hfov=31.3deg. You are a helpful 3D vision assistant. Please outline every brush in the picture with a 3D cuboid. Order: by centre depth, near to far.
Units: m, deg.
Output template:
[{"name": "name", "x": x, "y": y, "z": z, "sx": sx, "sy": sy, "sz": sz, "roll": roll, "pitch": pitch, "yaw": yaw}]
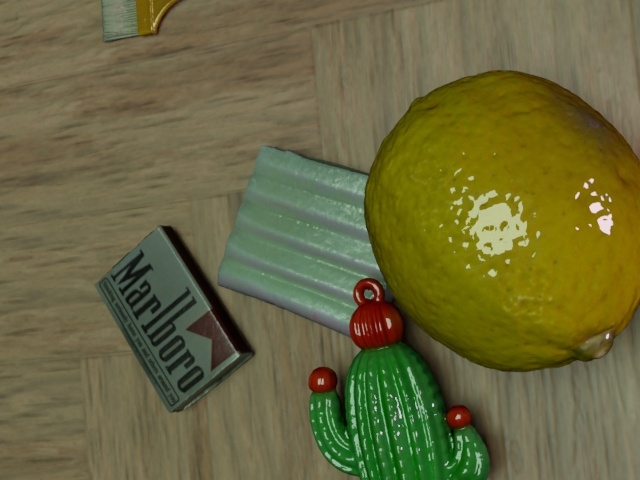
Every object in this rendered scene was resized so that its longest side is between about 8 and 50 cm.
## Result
[{"name": "brush", "x": -0.133, "y": -0.290, "z": 1.279, "sx": 0.272, "sy": 0.013, "sz": 0.103, "roll": -4, "pitch": 87, "yaw": 24}]

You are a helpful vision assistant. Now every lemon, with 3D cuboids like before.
[{"name": "lemon", "x": 0.166, "y": -0.016, "z": 1.012, "sx": 0.267, "sy": 0.267, "sz": 0.267, "roll": -1, "pitch": 88, "yaw": 24}]

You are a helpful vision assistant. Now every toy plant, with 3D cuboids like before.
[{"name": "toy plant", "x": 0.062, "y": 0.172, "z": 1.129, "sx": 0.155, "sy": 0.088, "sz": 0.240, "roll": -39, "pitch": 80, "yaw": 22}]

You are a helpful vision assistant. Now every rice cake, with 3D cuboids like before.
[{"name": "rice cake", "x": 0.000, "y": 0.000, "z": 1.195, "sx": 0.198, "sy": 0.037, "sz": 0.189, "roll": 26, "pitch": 100, "yaw": 22}]

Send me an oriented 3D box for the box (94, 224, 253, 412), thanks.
[{"name": "box", "x": -0.165, "y": 0.086, "z": 1.268, "sx": 0.115, "sy": 0.036, "sz": 0.177, "roll": -39, "pitch": 73, "yaw": 18}]
